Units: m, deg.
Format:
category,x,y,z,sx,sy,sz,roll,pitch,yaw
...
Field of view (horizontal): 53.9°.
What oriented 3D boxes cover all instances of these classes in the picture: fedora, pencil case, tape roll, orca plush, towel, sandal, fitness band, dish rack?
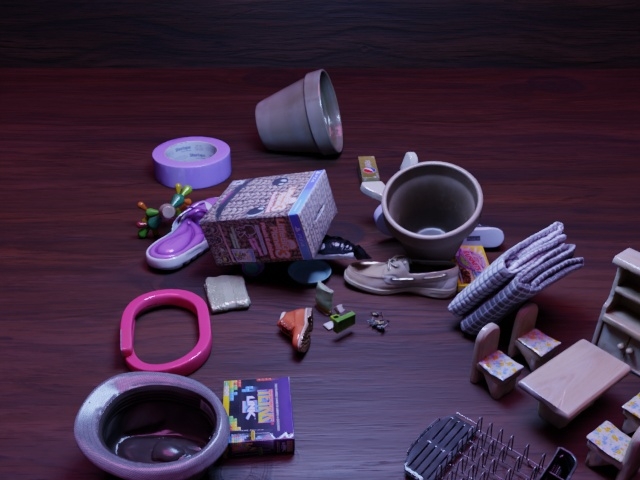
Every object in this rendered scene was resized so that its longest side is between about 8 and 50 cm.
category,x,y,z,sx,sy,sz,roll,pitch,yaw
fedora,-0.305,0.371,1.173,0.276,0.124,0.243,7,33,0
pencil case,-0.186,0.034,1.777,0.065,0.070,0.151,-1,32,-2
tape roll,-0.463,-0.284,2.276,0.275,0.090,0.274,1,31,-1
orca plush,0.000,0.000,1.737,0.151,0.102,0.287,-8,9,-43
towel,-0.246,0.135,1.652,0.110,0.027,0.148,-8,33,-12
towel,0.475,0.101,1.520,0.284,0.235,0.121,-23,68,-36
sandal,-0.371,-0.050,1.880,0.170,0.102,0.416,9,32,13
fitness band,-0.365,0.218,1.498,0.209,0.054,0.290,-4,33,-13
dish rack,0.301,0.416,1.159,0.272,0.074,0.208,24,38,34

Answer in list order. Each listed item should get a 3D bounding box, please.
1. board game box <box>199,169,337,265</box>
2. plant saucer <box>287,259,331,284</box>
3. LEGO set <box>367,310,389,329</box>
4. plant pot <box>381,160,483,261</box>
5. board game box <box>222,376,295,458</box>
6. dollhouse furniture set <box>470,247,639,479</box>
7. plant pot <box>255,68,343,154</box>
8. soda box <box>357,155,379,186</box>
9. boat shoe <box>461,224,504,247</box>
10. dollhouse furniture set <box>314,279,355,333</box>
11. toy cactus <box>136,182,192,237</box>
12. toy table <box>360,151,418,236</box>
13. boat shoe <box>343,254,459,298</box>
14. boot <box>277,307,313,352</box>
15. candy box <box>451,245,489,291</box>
category,x,y,z,sx,sy,sz,roll,pitch,yaw
board game box,-0.134,-0.062,1.696,0.291,0.141,0.232,-4,32,22
plant saucer,-0.030,0.090,1.735,0.120,0.021,0.119,0,32,0
LEGO set,0.144,0.203,1.560,0.054,0.023,0.083,10,19,11
plant pot,0.303,-0.049,1.718,0.263,0.229,0.263,-5,56,7
board game box,-0.127,0.355,1.275,0.141,0.048,0.170,-4,32,-5
dollhouse furniture set,0.587,0.220,1.308,0.394,0.256,0.362,-21,37,-32
plant pot,-0.087,-0.464,2.417,0.281,0.323,0.323,-11,29,14
soda box,0.169,-0.238,2.239,0.061,0.058,0.181,-1,31,-2
boat shoe,0.427,-0.019,1.877,0.229,0.080,0.076,-1,11,5
dollhouse furniture set,0.017,0.170,1.553,0.059,0.076,0.152,-21,38,-32
toy cactus,-0.466,-0.096,1.887,0.219,0.112,0.180,-36,13,-14
toy table,0.266,-0.121,1.906,0.274,0.252,0.160,5,42,-30
boat shoe,0.214,0.082,1.677,0.303,0.098,0.109,6,32,9
boot,-0.064,0.215,1.502,0.085,0.059,0.158,-1,23,4
candy box,0.420,0.077,1.758,0.105,0.027,0.205,3,32,0
